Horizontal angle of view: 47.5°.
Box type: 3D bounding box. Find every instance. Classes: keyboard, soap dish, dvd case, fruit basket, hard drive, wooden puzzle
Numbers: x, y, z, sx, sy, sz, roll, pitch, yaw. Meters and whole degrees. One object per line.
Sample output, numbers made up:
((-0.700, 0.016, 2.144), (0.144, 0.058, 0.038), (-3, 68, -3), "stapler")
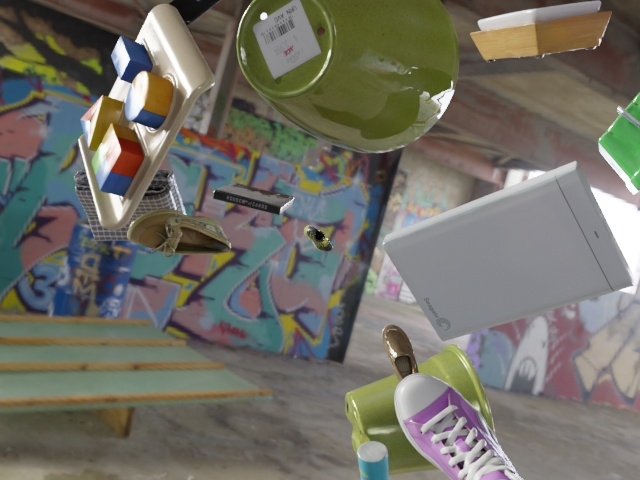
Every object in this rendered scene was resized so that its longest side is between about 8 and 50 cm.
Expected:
((-0.299, -0.605, 1.790), (0.108, 0.180, 0.023), (41, -21, 13), "keyboard")
((0.565, -0.540, 1.891), (0.229, 0.118, 0.291), (-13, 15, -18), "soap dish")
((-0.175, -0.115, 1.958), (0.179, 0.029, 0.238), (14, 11, 4), "dvd case")
((0.653, -0.110, 1.235), (0.353, 0.165, 0.327), (36, 14, 17), "fruit basket")
((0.314, 0.032, 1.248), (0.353, 0.233, 0.047), (-22, 21, 30), "hard drive")
((-0.352, -0.242, 1.345), (0.081, 0.348, 0.322), (20, 29, -40), "wooden puzzle")

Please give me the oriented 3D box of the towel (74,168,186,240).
((-0.541, -0.098, 2.072), (0.284, 0.121, 0.235), (1, -32, 4), "towel")

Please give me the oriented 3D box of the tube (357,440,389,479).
((0.099, 0.453, 1.291), (0.052, 0.207, 0.080), (-12, 25, -12), "tube")

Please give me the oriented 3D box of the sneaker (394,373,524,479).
((0.205, 0.284, 0.956), (0.282, 0.102, 0.161), (50, -8, 17), "sneaker")

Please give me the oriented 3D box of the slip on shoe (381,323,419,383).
((0.150, 0.215, 1.352), (0.052, 0.135, 0.041), (-15, -26, 2), "slip on shoe")

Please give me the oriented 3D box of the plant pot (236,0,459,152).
((0.017, -0.254, 0.996), (0.275, 0.274, 0.293), (16, 14, 23), "plant pot")

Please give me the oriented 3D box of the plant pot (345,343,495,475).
((0.195, 0.382, 1.535), (0.254, 0.276, 0.276), (-12, 6, -10), "plant pot")

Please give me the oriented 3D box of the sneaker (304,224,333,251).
((0.000, 0.000, 1.518), (0.083, 0.031, 0.035), (38, -13, -36), "sneaker")

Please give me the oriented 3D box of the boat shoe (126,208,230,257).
((-0.348, -0.012, 1.829), (0.285, 0.104, 0.089), (-1, 38, -47), "boat shoe")
